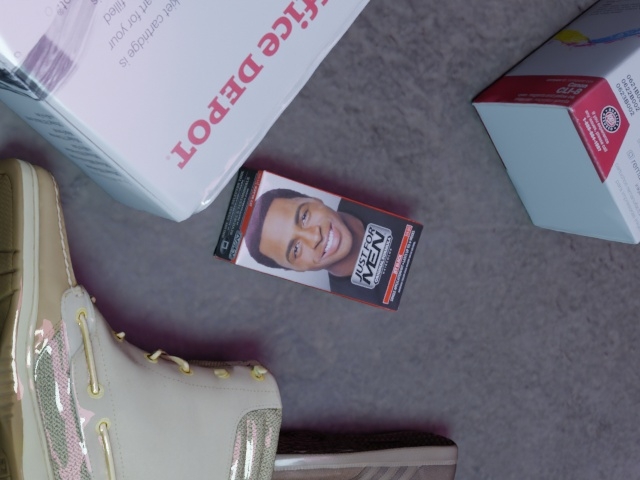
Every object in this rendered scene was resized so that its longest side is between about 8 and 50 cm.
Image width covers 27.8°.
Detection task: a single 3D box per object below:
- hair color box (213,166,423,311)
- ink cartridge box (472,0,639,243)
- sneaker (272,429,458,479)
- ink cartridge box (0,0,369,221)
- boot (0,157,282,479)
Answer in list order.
[{"bbox_3d":[0.000,0.000,0.947,0.141,0.043,0.072,17,90,-28],"label":"hair color box"},{"bbox_3d":[0.240,-0.104,1.014,0.176,0.127,0.128,-39,113,-19],"label":"ink cartridge box"},{"bbox_3d":[0.023,0.184,0.972,0.188,0.066,0.071,4,96,-28],"label":"sneaker"},{"bbox_3d":[-0.144,-0.193,0.793,0.307,0.129,0.223,43,76,-26],"label":"ink cartridge box"},{"bbox_3d":[-0.129,0.077,0.861,0.203,0.095,0.261,-1,80,-39],"label":"boot"}]
